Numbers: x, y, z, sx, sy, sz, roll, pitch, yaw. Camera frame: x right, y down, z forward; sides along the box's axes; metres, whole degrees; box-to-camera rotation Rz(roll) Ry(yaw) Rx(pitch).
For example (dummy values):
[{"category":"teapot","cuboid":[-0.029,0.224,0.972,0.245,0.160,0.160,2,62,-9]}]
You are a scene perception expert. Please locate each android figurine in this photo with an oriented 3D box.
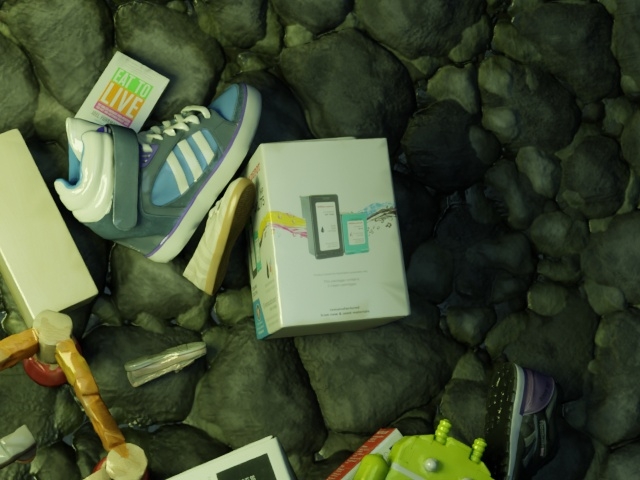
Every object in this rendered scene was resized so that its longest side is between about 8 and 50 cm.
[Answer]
[{"category":"android figurine","cuboid":[0.156,0.400,1.523,0.248,0.056,0.273,31,75,-7]}]

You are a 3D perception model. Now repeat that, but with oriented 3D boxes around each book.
[{"category":"book","cuboid":[-0.313,-0.211,1.616,0.096,0.035,0.144,30,77,-6]}]

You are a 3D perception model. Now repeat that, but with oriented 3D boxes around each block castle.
[{"category":"block castle","cuboid":[-0.475,0.322,1.385,0.453,0.213,0.303,-27,76,-24]}]

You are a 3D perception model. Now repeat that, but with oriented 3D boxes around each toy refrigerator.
[{"category":"toy refrigerator","cuboid":[-0.435,-0.015,1.515,0.102,0.094,0.269,-26,88,-24]}]

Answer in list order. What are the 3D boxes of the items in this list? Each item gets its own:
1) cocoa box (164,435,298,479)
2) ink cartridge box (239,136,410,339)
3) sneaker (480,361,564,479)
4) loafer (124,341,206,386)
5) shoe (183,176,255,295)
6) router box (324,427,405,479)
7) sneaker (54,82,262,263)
[{"category":"cocoa box","cuboid":[-0.087,0.477,1.328,0.231,0.228,0.347,-21,59,-4]},{"category":"ink cartridge box","cuboid":[0.000,0.000,1.569,0.197,0.198,0.270,-4,80,-14]},{"category":"sneaker","cuboid":[0.325,0.344,1.641,0.124,0.107,0.283,19,76,-17]},{"category":"loafer","cuboid":[-0.230,0.186,1.559,0.125,0.045,0.039,-15,101,-10]},{"category":"shoe","cuboid":[-0.154,-0.009,1.540,0.058,0.219,0.076,30,36,9]},{"category":"router box","cuboid":[0.098,0.506,1.559,0.301,0.082,0.335,-40,91,-18]},{"category":"sneaker","cuboid":[-0.251,-0.149,1.542,0.236,0.130,0.322,35,78,-26]}]
